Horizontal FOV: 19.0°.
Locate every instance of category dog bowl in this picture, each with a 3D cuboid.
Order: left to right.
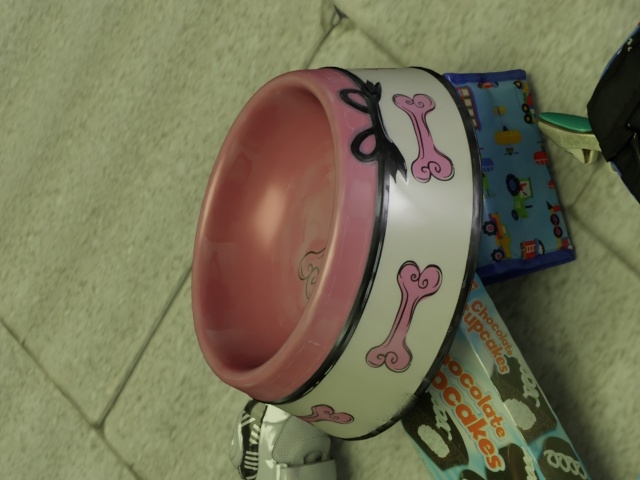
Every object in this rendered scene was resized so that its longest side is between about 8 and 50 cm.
[{"bbox_3d":[0.000,0.000,2.027,0.408,0.150,0.408,-36,47,53],"label":"dog bowl"}]

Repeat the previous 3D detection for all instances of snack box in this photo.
[{"bbox_3d":[0.158,0.176,2.063,0.322,0.060,0.187,61,145,3],"label":"snack box"}]

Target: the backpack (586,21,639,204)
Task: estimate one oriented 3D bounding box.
[{"bbox_3d":[0.402,-0.140,1.855,0.263,0.213,0.276,-42,49,28],"label":"backpack"}]

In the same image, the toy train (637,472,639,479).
[{"bbox_3d":[0.387,0.248,1.847,0.184,0.080,0.105,-26,65,10],"label":"toy train"}]

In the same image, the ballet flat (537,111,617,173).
[{"bbox_3d":[0.299,-0.099,2.037,0.168,0.057,0.052,14,109,38],"label":"ballet flat"}]

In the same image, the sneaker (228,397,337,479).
[{"bbox_3d":[-0.007,0.322,2.234,0.210,0.137,0.366,29,112,33],"label":"sneaker"}]

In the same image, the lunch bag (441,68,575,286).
[{"bbox_3d":[0.112,-0.042,2.150,0.293,0.138,0.221,-21,80,46],"label":"lunch bag"}]
